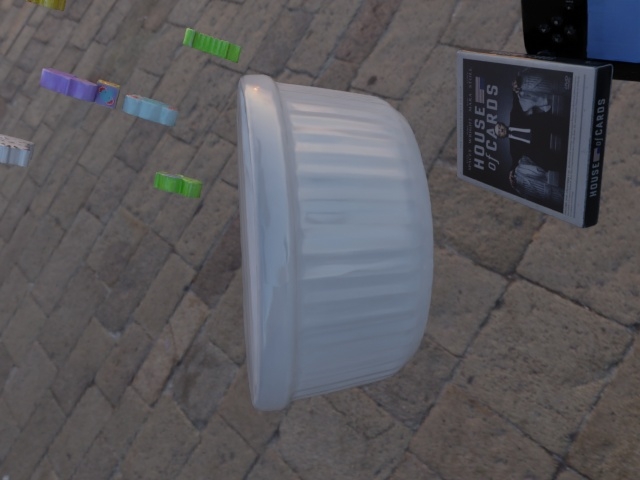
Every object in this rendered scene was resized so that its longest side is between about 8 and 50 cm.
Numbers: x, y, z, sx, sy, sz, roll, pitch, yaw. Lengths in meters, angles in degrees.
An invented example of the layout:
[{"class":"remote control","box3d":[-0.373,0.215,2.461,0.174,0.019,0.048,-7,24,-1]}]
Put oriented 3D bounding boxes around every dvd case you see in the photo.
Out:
[{"class":"dvd case","box3d":[0.246,-0.135,0.780,0.239,0.030,0.179,-143,43,-58]}]

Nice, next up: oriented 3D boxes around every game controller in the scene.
[{"class":"game controller","box3d":[0.368,-0.225,0.655,0.319,0.166,0.067,14,74,28]}]

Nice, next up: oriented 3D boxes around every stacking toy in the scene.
[{"class":"stacking toy","box3d":[-0.203,-0.140,0.625,0.052,0.221,0.166,-129,54,-67]}]

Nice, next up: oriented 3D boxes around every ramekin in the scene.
[{"class":"ramekin","box3d":[0.000,0.000,0.530,0.127,0.273,0.272,-2,57,-8]}]
